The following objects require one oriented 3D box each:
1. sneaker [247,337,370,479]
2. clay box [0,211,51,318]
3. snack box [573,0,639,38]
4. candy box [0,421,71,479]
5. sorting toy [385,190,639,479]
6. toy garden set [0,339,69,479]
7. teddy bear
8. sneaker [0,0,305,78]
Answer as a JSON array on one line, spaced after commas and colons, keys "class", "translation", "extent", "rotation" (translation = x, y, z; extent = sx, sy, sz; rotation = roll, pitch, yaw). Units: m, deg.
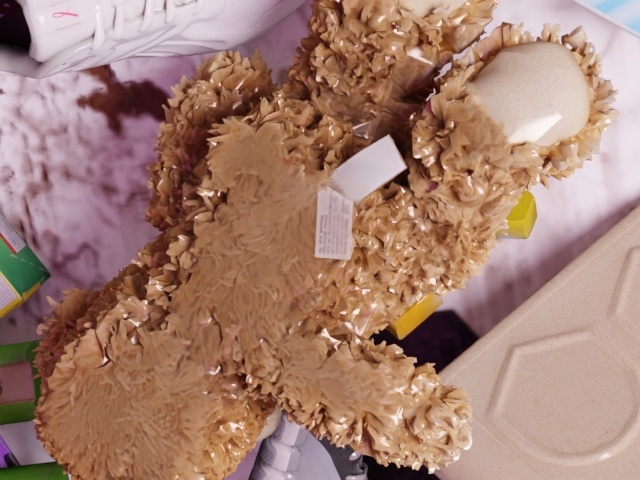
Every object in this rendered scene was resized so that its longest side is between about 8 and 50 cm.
[{"class": "sneaker", "translation": [0.023, 0.150, 1.026], "extent": [0.132, 0.086, 0.228], "rotation": [20, 120, -1]}, {"class": "clay box", "translation": [-0.283, 0.039, 1.058], "extent": [0.222, 0.053, 0.127], "rotation": [-35, 97, 20]}, {"class": "snack box", "translation": [0.161, -0.281, 0.868], "extent": [0.187, 0.060, 0.322], "rotation": [29, 110, 2]}, {"class": "candy box", "translation": [-0.195, 0.220, 1.060], "extent": [0.196, 0.070, 0.165], "rotation": [-41, 78, 22]}, {"class": "sorting toy", "translation": [0.158, 0.059, 0.917], "extent": [0.229, 0.041, 0.307], "rotation": [-41, 58, -13]}, {"class": "toy garden set", "translation": [-0.230, 0.191, 1.007], "extent": [0.204, 0.049, 0.244], "rotation": [-10, 90, 25]}, {"class": "teddy bear", "translation": [0.000, 0.000, 0.902], "extent": [0.245, 0.113, 0.338], "rotation": [28, 96, 22]}, {"class": "sneaker", "translation": [-0.108, -0.124, 0.940], "extent": [0.232, 0.115, 0.090], "rotation": [-14, 104, 15]}]
